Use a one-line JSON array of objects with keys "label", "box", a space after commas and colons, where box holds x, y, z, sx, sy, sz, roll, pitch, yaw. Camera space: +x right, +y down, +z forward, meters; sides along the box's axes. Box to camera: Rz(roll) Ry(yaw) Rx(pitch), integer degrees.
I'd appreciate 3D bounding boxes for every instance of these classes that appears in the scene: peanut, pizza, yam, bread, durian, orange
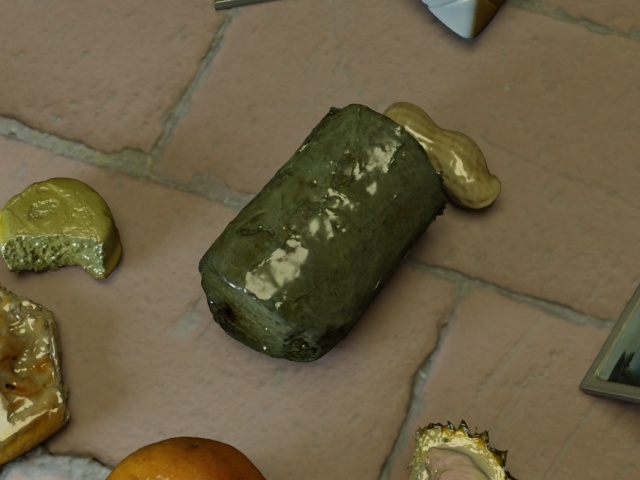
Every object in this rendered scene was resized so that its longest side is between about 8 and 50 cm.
[{"label": "peanut", "box": [0.150, -0.107, 1.914, 0.187, 0.082, 0.082, 34, 73, 18]}, {"label": "pizza", "box": [-0.416, 0.136, 1.863, 0.189, 0.071, 0.297, -19, 64, -2]}, {"label": "yam", "box": [0.000, 0.000, 1.821, 0.195, 0.195, 0.300, 34, 72, 19]}, {"label": "bread", "box": [-0.330, -0.019, 1.920, 0.156, 0.086, 0.125, 3, 59, 4]}, {"label": "durian", "box": [0.140, 0.319, 1.724, 0.140, 0.078, 0.224, 24, 80, 3]}, {"label": "orange", "box": [-0.149, 0.330, 1.690, 0.224, 0.170, 0.224, -7, 68, 16]}]

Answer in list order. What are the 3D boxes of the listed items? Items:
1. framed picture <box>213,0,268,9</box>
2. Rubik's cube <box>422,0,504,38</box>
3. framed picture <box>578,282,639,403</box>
[{"label": "framed picture", "box": [-0.017, -0.437, 2.113, 0.289, 0.020, 0.211, -9, 65, 2]}, {"label": "Rubik's cube", "box": [0.163, -0.386, 2.014, 0.254, 0.254, 0.254, -2, 65, 5]}, {"label": "framed picture", "box": [0.458, 0.064, 1.753, 0.232, 0.024, 0.315, 5, 55, 56]}]
